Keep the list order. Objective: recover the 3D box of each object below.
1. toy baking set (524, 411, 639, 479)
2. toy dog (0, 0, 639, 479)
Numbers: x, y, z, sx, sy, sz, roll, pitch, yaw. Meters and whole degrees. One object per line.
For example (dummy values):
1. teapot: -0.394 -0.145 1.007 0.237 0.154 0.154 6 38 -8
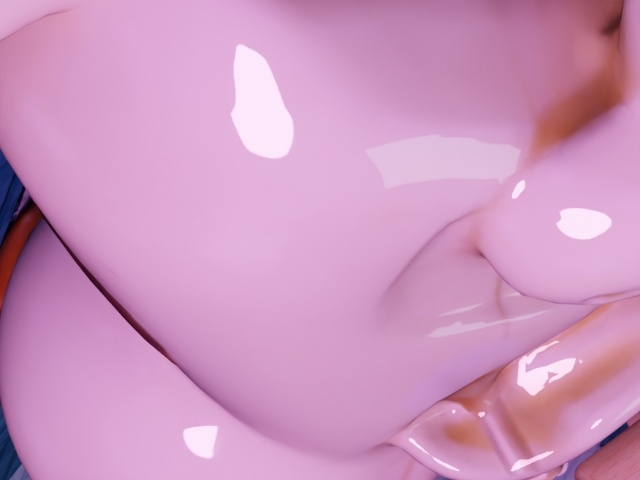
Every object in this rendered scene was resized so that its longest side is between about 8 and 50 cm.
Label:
1. toy baking set: 0.135 0.069 0.621 0.256 0.030 0.197 -34 -176 -8
2. toy dog: 0.000 0.000 0.541 0.395 0.284 0.408 -31 160 -32
